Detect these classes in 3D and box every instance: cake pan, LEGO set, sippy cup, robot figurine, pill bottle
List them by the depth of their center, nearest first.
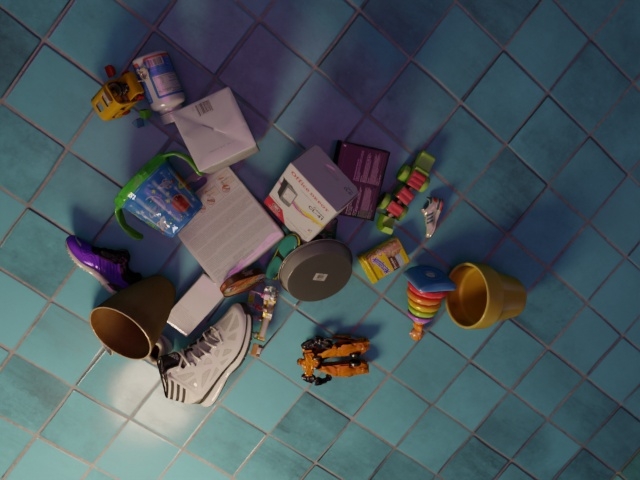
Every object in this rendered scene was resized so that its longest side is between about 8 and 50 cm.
[{"bbox_3d":[-0.526,-0.504,1.722,0.124,0.124,0.222,-20,106,-3],"label":"pill bottle"},{"bbox_3d":[-0.531,-0.137,1.749,0.224,0.240,0.305,44,138,-13],"label":"sippy cup"},{"bbox_3d":[-0.009,0.120,1.910,0.292,0.054,0.293,-12,134,-13],"label":"cake pan"},{"bbox_3d":[-0.241,0.292,1.960,0.107,0.132,0.287,16,107,-3],"label":"LEGO set"},{"bbox_3d":[0.049,0.468,2.058,0.290,0.085,0.211,-2,103,-8],"label":"robot figurine"}]

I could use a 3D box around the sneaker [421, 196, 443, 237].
[{"bbox_3d":[0.419,-0.093,1.998,0.075,0.057,0.162,17,102,5],"label":"sneaker"}]

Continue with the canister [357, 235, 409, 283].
[{"bbox_3d":[0.244,0.073,1.997,0.169,0.073,0.126,-31,106,-2],"label":"canister"}]

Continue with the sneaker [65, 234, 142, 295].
[{"bbox_3d":[-0.758,0.067,1.842,0.146,0.102,0.293,-39,113,2],"label":"sneaker"}]

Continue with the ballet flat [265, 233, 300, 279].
[{"bbox_3d":[-0.126,0.056,1.910,0.077,0.077,0.231,49,125,20],"label":"ballet flat"}]

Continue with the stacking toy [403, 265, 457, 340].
[{"bbox_3d":[0.405,0.264,2.039,0.175,0.166,0.302,-2,116,-19],"label":"stacking toy"}]

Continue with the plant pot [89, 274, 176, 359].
[{"bbox_3d":[-0.625,0.243,1.808,0.237,0.254,0.237,11,127,15],"label":"plant pot"}]

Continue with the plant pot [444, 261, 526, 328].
[{"bbox_3d":[0.655,0.216,2.013,0.238,0.254,0.254,4,103,-24],"label":"plant pot"}]

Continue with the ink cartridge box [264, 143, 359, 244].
[{"bbox_3d":[-0.039,-0.147,1.758,0.226,0.306,0.131,47,61,1],"label":"ink cartridge box"}]

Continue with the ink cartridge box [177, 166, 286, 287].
[{"bbox_3d":[-0.361,-0.071,1.890,0.308,0.091,0.385,-39,89,3],"label":"ink cartridge box"}]

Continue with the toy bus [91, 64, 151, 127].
[{"bbox_3d":[-0.658,-0.471,1.677,0.190,0.104,0.202,23,125,21],"label":"toy bus"}]

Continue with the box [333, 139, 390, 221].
[{"bbox_3d":[0.128,-0.220,1.895,0.184,0.103,0.262,10,102,-13],"label":"box"}]

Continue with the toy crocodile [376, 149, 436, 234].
[{"bbox_3d":[0.316,-0.179,1.930,0.115,0.105,0.341,34,96,-14],"label":"toy crocodile"}]

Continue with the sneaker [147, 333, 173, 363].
[{"bbox_3d":[-0.646,0.354,1.917,0.103,0.111,0.252,-37,105,2],"label":"sneaker"}]

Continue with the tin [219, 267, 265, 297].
[{"bbox_3d":[-0.286,0.154,1.898,0.040,0.189,0.106,49,126,22],"label":"tin"}]

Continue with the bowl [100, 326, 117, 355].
[{"bbox_3d":[-0.764,0.327,1.888,0.080,0.170,0.170,-27,108,-33],"label":"bowl"}]

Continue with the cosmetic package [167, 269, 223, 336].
[{"bbox_3d":[-0.466,0.231,1.929,0.117,0.085,0.231,43,93,-15],"label":"cosmetic package"}]

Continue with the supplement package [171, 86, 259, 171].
[{"bbox_3d":[-0.334,-0.351,1.701,0.199,0.263,0.198,-25,97,-1],"label":"supplement package"}]

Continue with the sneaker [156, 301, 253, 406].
[{"bbox_3d":[-0.433,0.415,1.887,0.257,0.169,0.448,19,103,-41],"label":"sneaker"}]

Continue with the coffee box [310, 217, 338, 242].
[{"bbox_3d":[0.000,0.000,1.960,0.113,0.040,0.184,4,103,-8],"label":"coffee box"}]
